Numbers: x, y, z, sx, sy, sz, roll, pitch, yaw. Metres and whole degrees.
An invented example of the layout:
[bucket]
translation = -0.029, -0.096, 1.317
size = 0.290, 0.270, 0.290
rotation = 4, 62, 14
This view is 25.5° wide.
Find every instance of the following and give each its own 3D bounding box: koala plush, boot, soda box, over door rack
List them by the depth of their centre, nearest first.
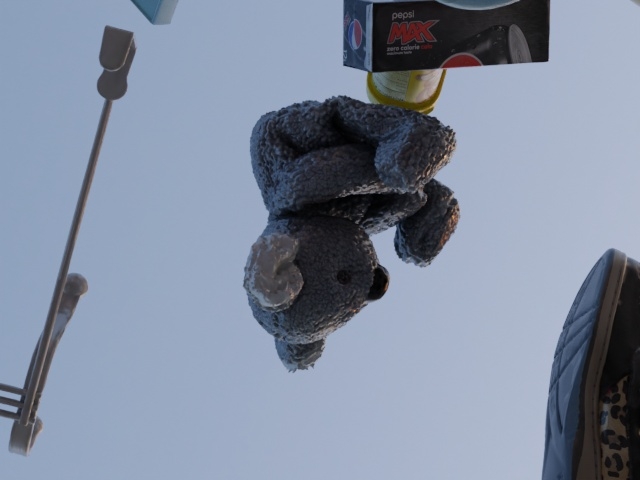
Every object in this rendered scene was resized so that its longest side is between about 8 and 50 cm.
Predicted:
[over door rack]
translation = -0.280, -0.028, 1.023
size = 0.239, 0.108, 0.324
rotation = 14, -81, -5
[soda box]
translation = 0.103, -0.170, 1.146
size = 0.168, 0.053, 0.060
rotation = -7, -74, -24
[koala plush]
translation = 0.000, 0.000, 1.287
size = 0.196, 0.203, 0.221
rotation = 72, -143, -62
[boot]
translation = 0.392, 0.210, 1.505
size = 0.284, 0.138, 0.377
rotation = 14, -119, -4

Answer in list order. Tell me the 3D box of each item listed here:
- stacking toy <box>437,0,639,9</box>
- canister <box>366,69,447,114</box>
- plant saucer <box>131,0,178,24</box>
[stacking toy]
translation = 0.196, -0.270, 0.921
size = 0.308, 0.130, 0.280
rotation = 5, -62, -11
[canister]
translation = 0.091, -0.204, 1.297
size = 0.073, 0.170, 0.126
rotation = 15, -111, 3
[plant saucer]
translation = -0.128, -0.226, 1.088
size = 0.018, 0.192, 0.067
rotation = -41, -92, -23
